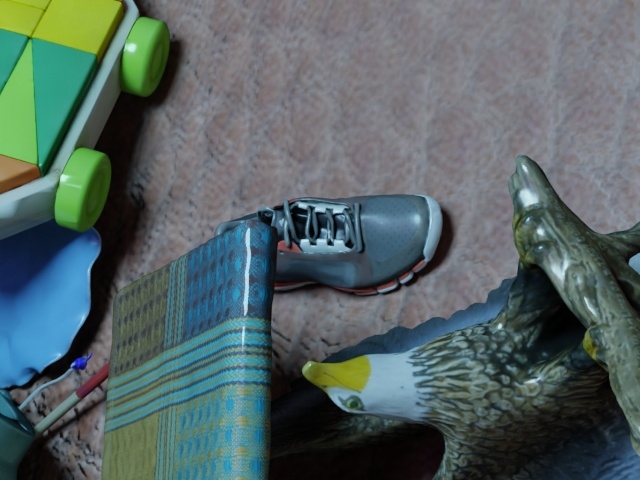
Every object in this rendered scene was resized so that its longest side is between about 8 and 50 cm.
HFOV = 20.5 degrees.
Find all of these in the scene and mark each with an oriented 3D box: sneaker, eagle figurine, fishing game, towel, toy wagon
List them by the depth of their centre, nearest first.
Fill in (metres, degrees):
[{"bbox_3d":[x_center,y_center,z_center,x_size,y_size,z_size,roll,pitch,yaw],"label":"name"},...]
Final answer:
[{"bbox_3d":[0.080,0.100,0.947,0.226,0.225,0.298,-57,-3,-48],"label":"eagle figurine"},{"bbox_3d":[-0.081,0.192,0.998,0.271,0.040,0.370,157,118,-66],"label":"towel"},{"bbox_3d":[0.000,0.000,1.093,0.158,0.065,0.061,-12,67,34],"label":"sneaker"},{"bbox_3d":[-0.245,-0.149,1.246,0.267,0.068,0.344,16,59,8],"label":"toy wagon"},{"bbox_3d":[-0.218,0.019,1.275,0.189,0.041,0.264,-40,59,29],"label":"fishing game"}]

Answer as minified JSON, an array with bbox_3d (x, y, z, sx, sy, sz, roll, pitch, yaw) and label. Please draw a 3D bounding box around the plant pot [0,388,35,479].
[{"bbox_3d":[-0.314,0.142,1.160,0.196,0.293,0.293,-49,50,-5],"label":"plant pot"}]
